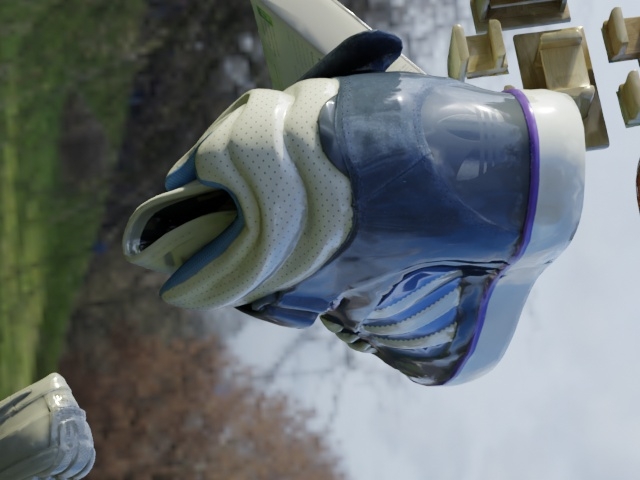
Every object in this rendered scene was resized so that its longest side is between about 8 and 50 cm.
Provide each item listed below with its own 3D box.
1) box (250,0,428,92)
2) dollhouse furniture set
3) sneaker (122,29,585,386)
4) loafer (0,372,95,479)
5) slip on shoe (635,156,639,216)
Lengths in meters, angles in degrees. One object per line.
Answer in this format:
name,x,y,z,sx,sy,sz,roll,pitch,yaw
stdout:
box,0.071,-0.111,1.746,0.322,0.058,0.232,43,-12,18
dollhouse furniture set,0.238,-0.192,1.870,0.161,0.212,0.242,92,-10,-68
sneaker,0.000,0.000,1.035,0.323,0.236,0.130,115,-28,-66
loafer,-0.376,0.233,1.807,0.112,0.319,0.111,36,33,-66
slip on shoe,0.310,0.066,1.270,0.101,0.123,0.331,1,66,-68
